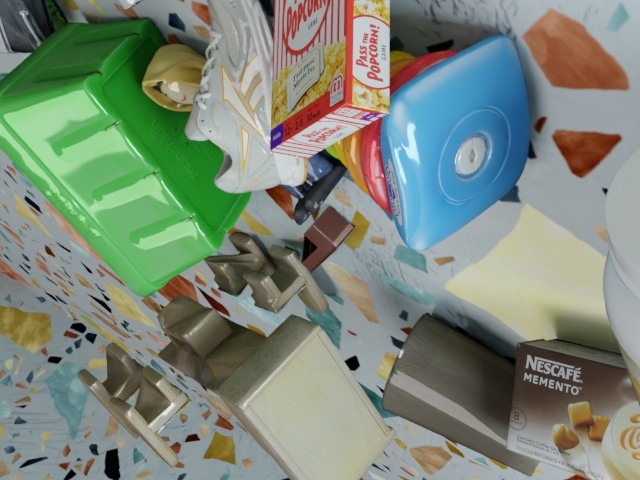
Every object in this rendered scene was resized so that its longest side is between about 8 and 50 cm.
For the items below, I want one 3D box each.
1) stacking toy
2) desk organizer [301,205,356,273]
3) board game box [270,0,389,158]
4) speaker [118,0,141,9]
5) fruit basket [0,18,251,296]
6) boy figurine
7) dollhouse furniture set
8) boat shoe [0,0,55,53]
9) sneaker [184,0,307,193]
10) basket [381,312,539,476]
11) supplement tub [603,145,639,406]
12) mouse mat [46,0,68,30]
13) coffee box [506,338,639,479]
[{"bbox_3d":[0.047,-0.135,0.785,0.302,0.166,0.175,35,149,44],"label":"stacking toy"},{"bbox_3d":[0.000,0.000,1.143,0.050,0.047,0.130,42,154,-1],"label":"desk organizer"},{"bbox_3d":[0.006,-0.186,0.687,0.045,0.193,0.147,7,167,-27],"label":"board game box"},{"bbox_3d":[-0.252,-0.345,0.907,0.055,0.055,0.136,4,138,50],"label":"speaker"},{"bbox_3d":[-0.319,-0.125,1.148,0.392,0.282,0.392,15,138,14],"label":"fruit basket"},{"bbox_3d":[-0.098,-0.149,0.982,0.285,0.092,0.177,39,155,-9],"label":"boy figurine"},{"bbox_3d":[-0.109,0.223,1.224,0.394,0.362,0.256,15,143,52],"label":"dollhouse furniture set"},{"bbox_3d":[-0.419,-0.382,1.026,0.102,0.108,0.301,3,135,1],"label":"boat shoe"},{"bbox_3d":[-0.099,-0.163,0.830,0.099,0.121,0.262,-118,12,-64],"label":"sneaker"},{"bbox_3d":[0.223,0.227,1.106,0.227,0.154,0.204,26,159,17],"label":"basket"},{"bbox_3d":[0.357,0.079,0.581,0.241,0.241,0.331,11,143,45],"label":"supplement tub"},{"bbox_3d":[-0.466,-0.380,1.186,0.190,0.007,0.152,19,148,33],"label":"mouse mat"},{"bbox_3d":[0.351,0.206,0.886,0.098,0.141,0.247,2,-173,-45],"label":"coffee box"}]
